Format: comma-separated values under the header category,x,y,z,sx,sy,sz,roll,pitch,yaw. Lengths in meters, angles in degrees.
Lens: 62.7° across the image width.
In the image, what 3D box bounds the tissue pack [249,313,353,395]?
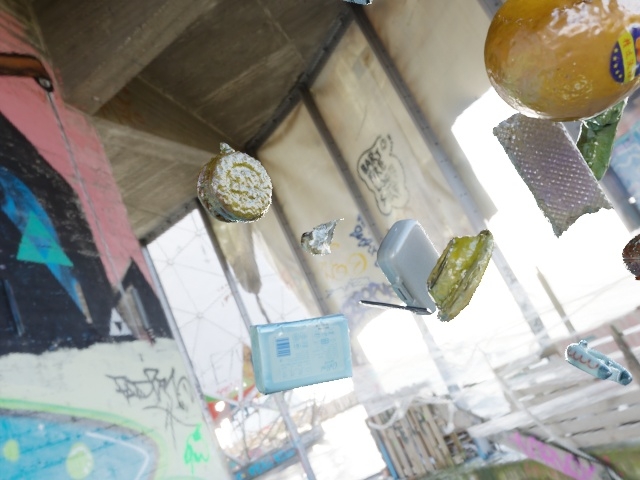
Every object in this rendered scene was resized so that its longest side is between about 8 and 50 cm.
category,x,y,z,sx,sy,sz,roll,pitch,yaw
tissue pack,-0.050,0.298,1.400,0.263,0.177,0.089,-3,-6,-29

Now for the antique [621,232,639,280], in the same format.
category,x,y,z,sx,sy,sz,roll,pitch,yaw
antique,0.662,0.031,1.057,0.104,0.104,0.104,-24,-15,-7

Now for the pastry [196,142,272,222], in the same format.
category,x,y,z,sx,sy,sz,roll,pitch,yaw
pastry,-0.262,-0.172,1.678,0.132,0.240,0.235,-8,47,52

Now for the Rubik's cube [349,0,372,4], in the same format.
category,x,y,z,sx,sy,sz,roll,pitch,yaw
Rubik's cube,0.093,-0.751,1.393,0.162,0.161,0.163,-54,-29,-21

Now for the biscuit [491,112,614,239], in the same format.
category,x,y,z,sx,sy,sz,roll,pitch,yaw
biscuit,0.410,-0.128,0.937,0.108,0.238,0.062,-31,3,21

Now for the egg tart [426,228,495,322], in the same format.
category,x,y,z,sx,sy,sz,roll,pitch,yaw
egg tart,0.245,0.056,0.947,0.191,0.074,0.191,-59,-9,-14

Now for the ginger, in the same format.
category,x,y,z,sx,sy,sz,roll,pitch,yaw
ginger,0.586,-0.247,1.100,0.089,0.137,0.290,9,-48,13

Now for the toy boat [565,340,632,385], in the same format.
category,x,y,z,sx,sy,sz,roll,pitch,yaw
toy boat,0.826,0.360,1.573,0.134,0.078,0.208,14,6,-12

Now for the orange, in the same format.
category,x,y,z,sx,sy,sz,roll,pitch,yaw
orange,0.328,-0.256,0.689,0.219,0.219,0.193,-27,-49,6

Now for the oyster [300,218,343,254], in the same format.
category,x,y,z,sx,sy,sz,roll,pitch,yaw
oyster,-0.001,-0.009,1.980,0.233,0.107,0.161,-41,-33,-61

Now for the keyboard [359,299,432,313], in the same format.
category,x,y,z,sx,sy,sz,roll,pitch,yaw
keyboard,0.216,0.192,1.513,0.202,0.011,0.067,5,-15,25

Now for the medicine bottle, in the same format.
category,x,y,z,sx,sy,sz,roll,pitch,yaw
medicine bottle,0.376,0.110,2.101,0.123,0.375,0.282,-5,41,44
